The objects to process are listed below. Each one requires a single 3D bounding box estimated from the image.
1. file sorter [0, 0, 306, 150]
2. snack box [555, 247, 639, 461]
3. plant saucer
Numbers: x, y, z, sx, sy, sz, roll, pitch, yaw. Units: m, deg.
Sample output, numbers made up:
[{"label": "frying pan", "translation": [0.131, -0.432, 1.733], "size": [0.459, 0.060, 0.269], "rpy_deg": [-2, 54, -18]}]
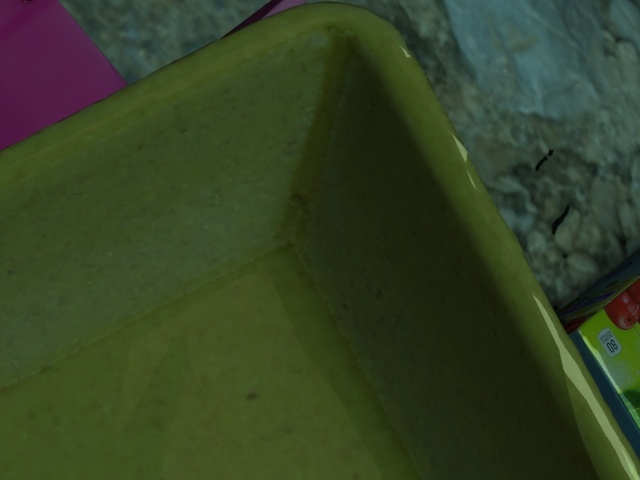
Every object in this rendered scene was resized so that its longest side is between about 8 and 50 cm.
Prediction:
[{"label": "file sorter", "translation": [-0.133, -0.075, 0.591], "size": [0.291, 0.182, 0.202], "rpy_deg": [50, 51, -9]}, {"label": "snack box", "translation": [0.211, 0.081, 0.849], "size": [0.207, 0.070, 0.174], "rpy_deg": [-31, 91, -39]}, {"label": "plant saucer", "translation": [-0.058, 0.154, 0.432], "size": [0.332, 0.081, 0.333], "rpy_deg": [-27, 80, -5]}]
